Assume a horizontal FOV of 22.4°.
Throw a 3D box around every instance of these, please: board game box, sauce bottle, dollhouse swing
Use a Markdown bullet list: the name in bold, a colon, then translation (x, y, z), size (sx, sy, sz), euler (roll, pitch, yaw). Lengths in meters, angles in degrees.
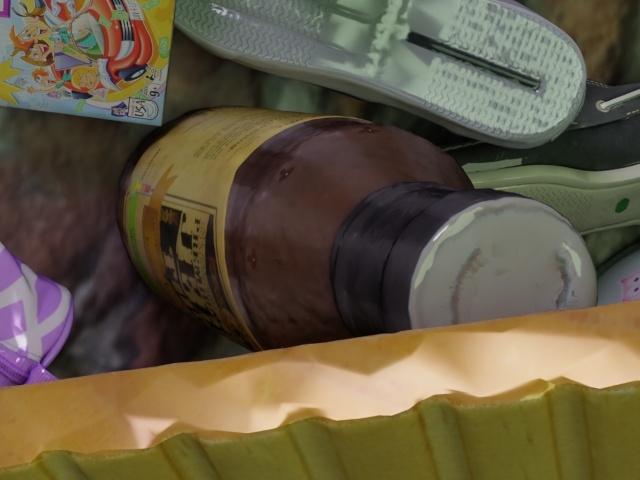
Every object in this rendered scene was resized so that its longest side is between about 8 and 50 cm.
- **board game box**: translation (-0.114, -0.128, 0.730), size (0.103, 0.026, 0.154), euler (7, 127, -4)
- **sauce bottle**: translation (0.000, 0.000, 0.677), size (0.111, 0.344, 0.111), euler (-2, 95, -19)
- **dollhouse swing**: translation (0.035, 0.222, 0.555), size (0.346, 0.305, 0.315), euler (-8, 71, 7)

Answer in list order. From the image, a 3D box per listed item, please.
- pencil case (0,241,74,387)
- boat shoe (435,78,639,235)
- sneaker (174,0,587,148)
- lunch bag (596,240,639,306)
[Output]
- **pencil case**: translation (-0.210, 0.004, 0.731), size (0.206, 0.088, 0.086), euler (34, 85, -23)
- **boat shoe**: translation (0.132, -0.047, 0.882), size (0.233, 0.084, 0.079), euler (-10, 64, -14)
- **sneaker**: translation (0.006, -0.113, 0.808), size (0.258, 0.091, 0.094), euler (28, 91, -2)
- **lunch bag**: translation (0.182, 0.124, 0.829), size (0.160, 0.223, 0.262), euler (16, 91, -13)
